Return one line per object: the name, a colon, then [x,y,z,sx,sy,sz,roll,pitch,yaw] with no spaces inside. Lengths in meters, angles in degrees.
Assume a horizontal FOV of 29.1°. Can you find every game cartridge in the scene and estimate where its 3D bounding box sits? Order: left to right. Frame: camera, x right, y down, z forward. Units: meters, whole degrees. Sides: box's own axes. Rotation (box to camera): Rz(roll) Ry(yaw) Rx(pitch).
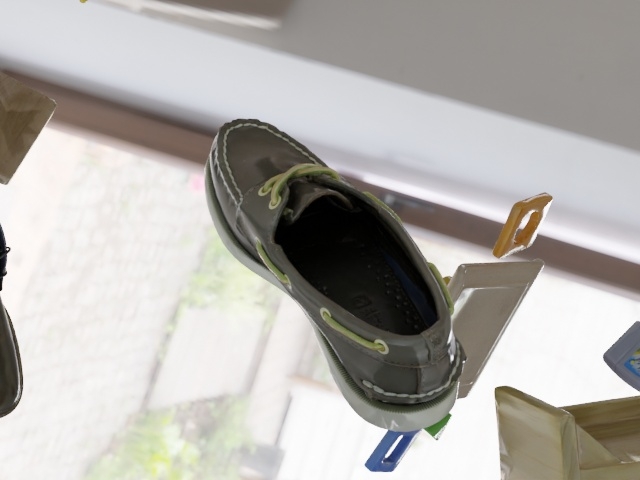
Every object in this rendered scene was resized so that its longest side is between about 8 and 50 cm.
game cartridge: [0.280,0.104,1.026,0.056,0.083,0.017,-42,142,-22]

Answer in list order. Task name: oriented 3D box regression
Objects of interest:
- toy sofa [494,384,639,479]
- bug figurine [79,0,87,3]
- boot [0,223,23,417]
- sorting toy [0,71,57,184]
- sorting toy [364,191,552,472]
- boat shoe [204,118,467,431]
toy sofa: [0.347,0.207,1.117,0.150,0.362,0.177,-160,-116,-76]
bug figurine: [-0.101,-0.282,0.751,0.279,0.216,0.072,-27,173,-5]
boot: [-0.281,0.035,0.956,0.082,0.219,0.106,-24,-179,-28]
sorting toy: [-0.339,-0.107,1.166,0.046,0.132,0.274,-55,-167,37]
sorting toy: [0.142,0.091,1.293,0.196,0.047,0.348,-4,126,-55]
boat shoe: [0.004,-0.002,0.893,0.109,0.305,0.091,-21,141,-20]
